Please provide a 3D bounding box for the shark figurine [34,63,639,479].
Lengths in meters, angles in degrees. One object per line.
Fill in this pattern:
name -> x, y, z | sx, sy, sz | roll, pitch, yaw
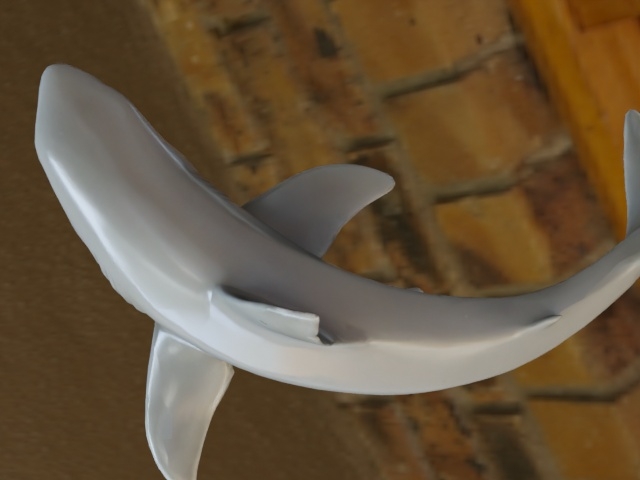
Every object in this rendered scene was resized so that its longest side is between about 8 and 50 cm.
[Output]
shark figurine -> 0.022, 0.018, 0.724 | 0.278, 0.116, 0.166 | 4, -95, 1
